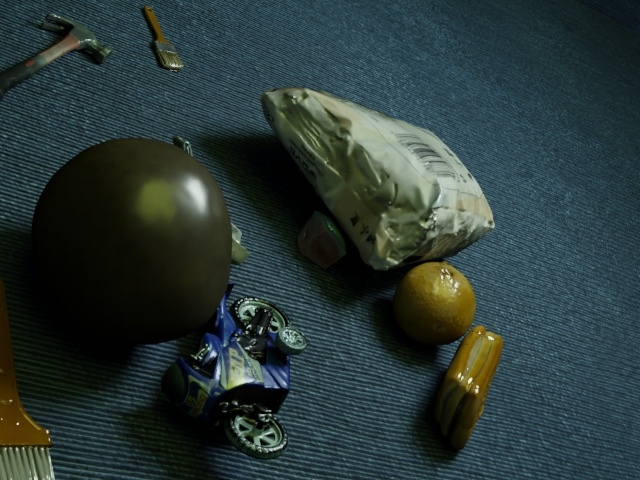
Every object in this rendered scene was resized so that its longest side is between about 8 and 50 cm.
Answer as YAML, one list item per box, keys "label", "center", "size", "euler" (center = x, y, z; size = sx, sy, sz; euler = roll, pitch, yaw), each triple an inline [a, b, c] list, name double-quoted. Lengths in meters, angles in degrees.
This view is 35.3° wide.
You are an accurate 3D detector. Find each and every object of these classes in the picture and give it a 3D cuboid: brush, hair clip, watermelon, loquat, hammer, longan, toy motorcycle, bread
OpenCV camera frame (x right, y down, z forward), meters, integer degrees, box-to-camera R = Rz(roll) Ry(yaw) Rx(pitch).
- label: "brush"
  center: [-0.288, -0.364, 1.795]
  size: [0.043, 0.014, 0.169]
  euler: [4, 46, -39]
- label: "hair clip"
  center: [-0.162, -0.041, 1.426]
  size: [0.159, 0.071, 0.218]
  euler: [39, -15, 52]
- label: "watermelon"
  center: [0.006, 0.002, 1.616]
  size: [0.085, 0.092, 0.072]
  euler: [36, 74, 9]
- label: "brush"
  center: [-0.361, 0.155, 1.139]
  size: [0.090, 0.017, 0.314]
  euler: [10, 44, -37]
- label: "loquat"
  center: [0.185, 0.101, 1.619]
  size: [0.141, 0.141, 0.141]
  euler: [25, 37, -21]
- label: "hammer"
  center: [-0.431, -0.273, 1.537]
  size: [0.111, 0.033, 0.287]
  euler: [38, 34, -4]
- label: "longan"
  center: [-0.232, 0.000, 1.245]
  size: [0.258, 0.258, 0.258]
  euler: [25, 37, -21]
- label: "toy motorcycle"
  center: [-0.115, 0.155, 1.295]
  size: [0.169, 0.113, 0.315]
  euler: [20, 29, -13]
- label: "bread"
  center: [0.227, 0.222, 1.546]
  size: [0.077, 0.115, 0.200]
  euler: [24, 31, 10]

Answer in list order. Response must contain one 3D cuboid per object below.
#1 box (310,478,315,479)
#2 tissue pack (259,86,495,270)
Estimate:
- label: "box"
  center: [-0.002, 0.335, 1.220]
  size: [0.083, 0.079, 0.035]
  euler: [30, 37, -14]
- label: "tissue pack"
  center: [0.107, -0.123, 1.726]
  size: [0.375, 0.195, 0.390]
  euler: [50, 23, 21]
